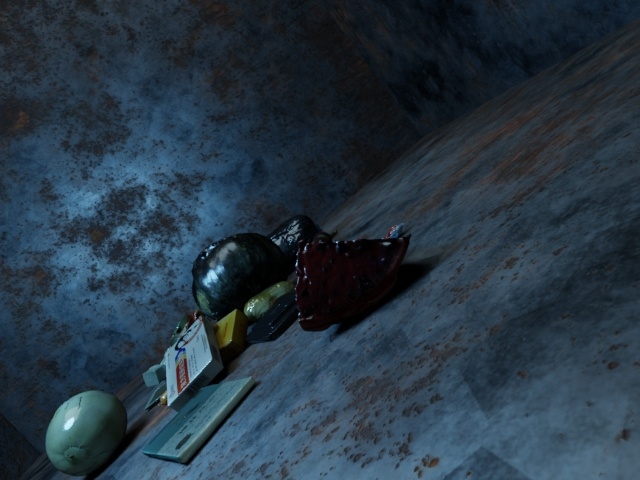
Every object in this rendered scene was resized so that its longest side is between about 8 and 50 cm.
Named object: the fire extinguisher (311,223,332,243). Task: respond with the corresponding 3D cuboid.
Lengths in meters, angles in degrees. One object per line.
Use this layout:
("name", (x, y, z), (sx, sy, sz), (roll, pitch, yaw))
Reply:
("fire extinguisher", (0.000, 0.000, 2.232), (0.102, 0.137, 0.344), (-23, 10, 8))

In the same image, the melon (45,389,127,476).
("melon", (-0.864, 0.705, 1.656), (0.269, 0.268, 0.330), (-39, 14, 2))

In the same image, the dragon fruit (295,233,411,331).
("dragon fruit", (0.106, 0.112, 1.185), (0.286, 0.227, 0.329), (-6, -8, 10))

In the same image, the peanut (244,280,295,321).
("peanut", (-0.200, 0.248, 1.829), (0.237, 0.110, 0.120), (-32, 0, -20))

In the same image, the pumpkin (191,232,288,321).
("pumpkin", (-0.353, 0.173, 1.997), (0.455, 0.343, 0.454), (-27, -26, -15))

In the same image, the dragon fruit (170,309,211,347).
("dragon fruit", (-0.586, 0.446, 2.017), (0.295, 0.130, 0.268), (-84, 7, -66))

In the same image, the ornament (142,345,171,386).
("ornament", (-0.778, 0.635, 2.266), (0.130, 0.120, 0.285), (-11, 20, 30))

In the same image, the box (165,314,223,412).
("box", (-0.468, 0.436, 1.632), (0.214, 0.069, 0.353), (-47, 24, -2))

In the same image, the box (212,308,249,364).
("box", (-0.403, 0.408, 1.732), (0.274, 0.076, 0.174), (-36, 30, 20))

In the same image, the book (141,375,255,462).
("book", (-0.350, 0.500, 1.255), (0.264, 0.031, 0.379), (-43, 8, -39))

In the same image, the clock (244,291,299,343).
("clock", (-0.141, 0.263, 1.626), (0.279, 0.049, 0.273), (-44, 9, -32))

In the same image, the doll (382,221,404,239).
("doll", (0.244, -0.021, 1.500), (0.057, 0.039, 0.114), (-7, -29, -46))

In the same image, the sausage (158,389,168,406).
("sausage", (-0.515, 0.535, 1.804), (0.053, 0.053, 0.348), (-31, 10, 49))

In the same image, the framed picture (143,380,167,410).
("framed picture", (-0.657, 0.637, 2.038), (0.296, 0.019, 0.232), (-39, 7, -6))

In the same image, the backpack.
("backpack", (-0.207, 0.052, 2.505), (0.446, 0.254, 0.363), (-33, 9, -7))

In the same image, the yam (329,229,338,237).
("yam", (0.011, 0.008, 2.576), (0.234, 0.029, 0.027), (-36, 12, 29))
